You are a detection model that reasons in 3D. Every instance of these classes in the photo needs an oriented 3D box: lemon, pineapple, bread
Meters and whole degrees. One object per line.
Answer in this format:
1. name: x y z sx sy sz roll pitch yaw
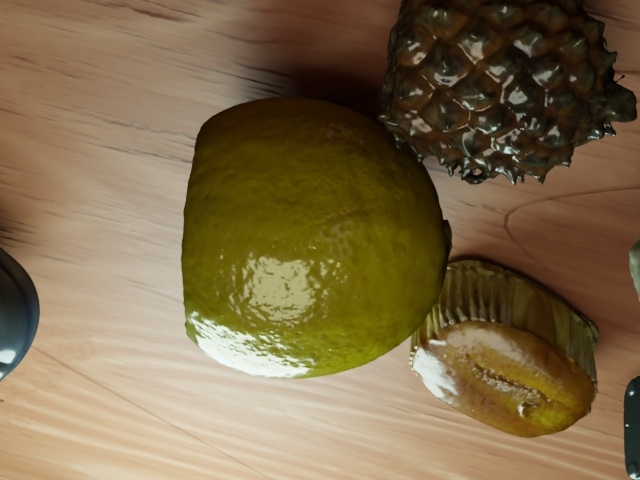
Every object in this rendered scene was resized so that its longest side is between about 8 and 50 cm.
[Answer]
1. lemon: 0.000 0.000 0.925 0.219 0.240 0.240 3 135 3
2. pineapple: 0.142 -0.118 0.817 0.193 0.166 0.166 14 136 2
3. bread: 0.178 0.111 1.071 0.190 0.114 0.132 26 134 -16

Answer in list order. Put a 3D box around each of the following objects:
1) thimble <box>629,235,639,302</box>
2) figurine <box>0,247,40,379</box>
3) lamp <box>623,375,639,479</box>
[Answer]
1. thimble: 0.372 0.064 0.902 0.148 0.196 0.229 -27 91 33
2. figurine: -0.419 0.047 1.140 0.265 0.197 0.175 49 132 -3
3. lamp: 0.417 0.237 1.137 0.283 0.124 0.203 30 156 -17
